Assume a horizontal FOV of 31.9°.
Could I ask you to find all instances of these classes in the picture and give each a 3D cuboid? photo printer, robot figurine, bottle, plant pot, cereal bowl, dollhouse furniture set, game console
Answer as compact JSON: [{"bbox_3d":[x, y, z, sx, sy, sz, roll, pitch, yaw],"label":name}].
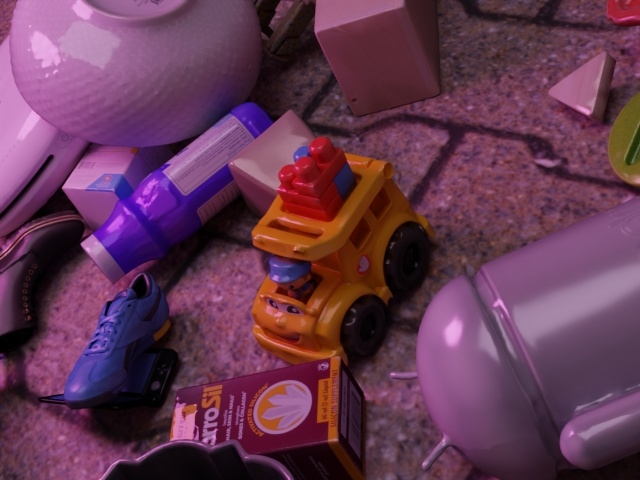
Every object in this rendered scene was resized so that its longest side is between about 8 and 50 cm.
[{"bbox_3d":[-0.426,-0.167,1.611,0.256,0.107,0.307,-44,38,23],"label":"photo printer"},{"bbox_3d":[0.236,0.090,1.004,0.353,0.200,0.300,-25,23,4],"label":"robot figurine"},{"bbox_3d":[-0.173,-0.058,1.423,0.283,0.118,0.092,-40,87,-10],"label":"bottle"},{"bbox_3d":[-0.030,-0.073,1.377,0.109,0.109,0.096,-43,58,-14],"label":"plant pot"},{"bbox_3d":[-0.242,-0.290,1.474,0.338,0.141,0.339,3,51,-4],"label":"cereal bowl"},{"bbox_3d":[-0.045,-0.314,1.655,0.101,0.161,0.182,48,124,14],"label":"dollhouse furniture set"},{"bbox_3d":[-0.242,0.156,1.286,0.122,0.071,0.107,2,58,28],"label":"game console"}]

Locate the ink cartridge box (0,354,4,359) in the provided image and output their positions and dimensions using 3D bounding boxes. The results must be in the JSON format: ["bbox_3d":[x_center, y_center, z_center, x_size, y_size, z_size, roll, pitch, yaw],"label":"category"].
[{"bbox_3d":[-0.543,0.210,1.321,0.311,0.186,0.065,-21,83,11],"label":"ink cartridge box"}]

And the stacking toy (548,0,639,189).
[{"bbox_3d":[0.436,-0.182,1.264,0.279,0.130,0.309,-50,37,16],"label":"stacking toy"}]

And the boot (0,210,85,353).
[{"bbox_3d":[-0.374,0.060,1.465,0.198,0.077,0.137,-35,57,-7],"label":"boot"}]

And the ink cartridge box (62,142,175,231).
[{"bbox_3d":[-0.262,-0.091,1.519,0.092,0.090,0.143,4,51,30],"label":"ink cartridge box"}]

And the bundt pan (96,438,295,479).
[{"bbox_3d":[-0.126,0.350,1.004,0.330,0.124,0.331,-14,45,14],"label":"bundt pan"}]

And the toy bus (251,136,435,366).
[{"bbox_3d":[0.000,0.000,1.208,0.149,0.211,0.220,16,60,36],"label":"toy bus"}]

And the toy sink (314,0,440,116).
[{"bbox_3d":[0.074,-0.307,1.503,0.131,0.153,0.234,-13,46,17],"label":"toy sink"}]

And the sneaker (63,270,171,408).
[{"bbox_3d":[-0.238,0.109,1.273,0.069,0.082,0.209,-1,28,21],"label":"sneaker"}]

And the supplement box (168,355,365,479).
[{"bbox_3d":[-0.054,0.197,1.142,0.188,0.081,0.104,-13,45,17],"label":"supplement box"}]

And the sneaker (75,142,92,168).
[{"bbox_3d":[-0.305,-0.172,1.641,0.067,0.064,0.175,18,62,27],"label":"sneaker"}]
